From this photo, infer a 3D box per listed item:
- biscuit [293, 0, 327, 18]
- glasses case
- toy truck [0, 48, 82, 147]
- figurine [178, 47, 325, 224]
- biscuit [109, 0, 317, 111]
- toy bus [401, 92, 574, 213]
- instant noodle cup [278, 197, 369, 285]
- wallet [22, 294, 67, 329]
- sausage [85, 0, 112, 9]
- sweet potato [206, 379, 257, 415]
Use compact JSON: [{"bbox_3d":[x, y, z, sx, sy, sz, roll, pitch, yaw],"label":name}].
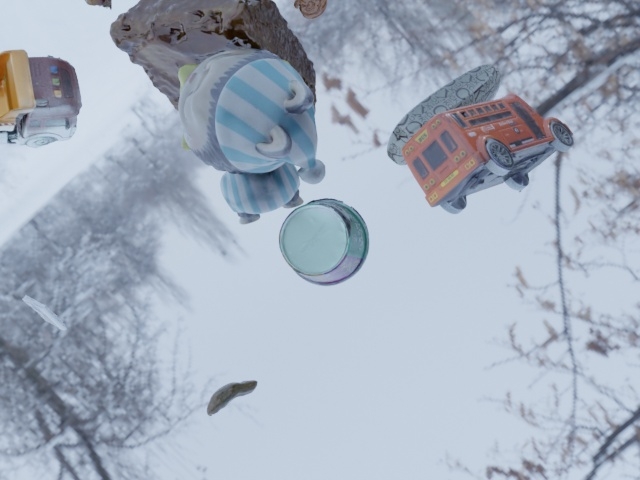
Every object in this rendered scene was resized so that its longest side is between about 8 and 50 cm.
[{"bbox_3d":[-0.021,-0.504,1.812,0.078,0.091,0.015,-33,-141,-18],"label":"biscuit"},{"bbox_3d":[0.287,-0.290,2.008,0.355,0.085,0.137,-35,157,-28],"label":"glasses case"},{"bbox_3d":[-0.468,-0.190,1.181,0.270,0.114,0.135,-7,167,-24],"label":"toy truck"},{"bbox_3d":[-0.123,-0.173,1.657,0.266,0.361,0.377,-20,-159,-5],"label":"figurine"},{"bbox_3d":[-0.219,-0.407,1.941,0.343,0.395,0.166,3,-115,24],"label":"biscuit"},{"bbox_3d":[0.295,-0.161,1.504,0.329,0.153,0.143,-19,161,-45],"label":"toy bus"},{"bbox_3d":[0.000,0.000,2.375,0.251,0.251,0.190,-42,171,6],"label":"instant noodle cup"},{"bbox_3d":[-0.417,0.110,1.324,0.011,0.044,0.083,-59,157,-21],"label":"wallet"},{"bbox_3d":[-0.523,-0.703,2.139,0.302,0.103,0.076,-59,-174,38],"label":"sausage"},{"bbox_3d":[-0.242,0.417,2.396,0.182,0.054,0.053,-23,153,-40],"label":"sweet potato"}]
